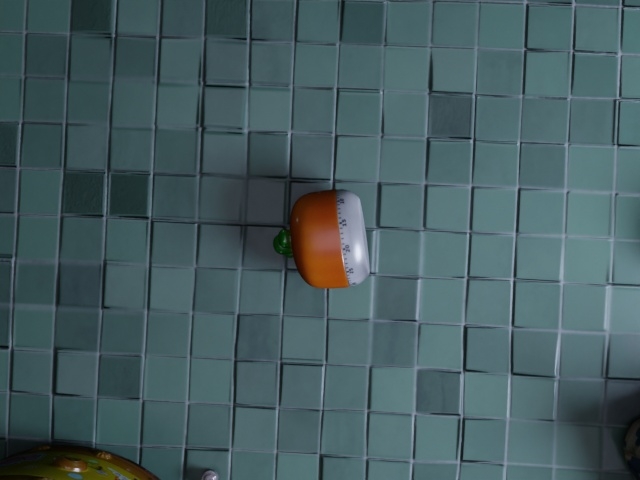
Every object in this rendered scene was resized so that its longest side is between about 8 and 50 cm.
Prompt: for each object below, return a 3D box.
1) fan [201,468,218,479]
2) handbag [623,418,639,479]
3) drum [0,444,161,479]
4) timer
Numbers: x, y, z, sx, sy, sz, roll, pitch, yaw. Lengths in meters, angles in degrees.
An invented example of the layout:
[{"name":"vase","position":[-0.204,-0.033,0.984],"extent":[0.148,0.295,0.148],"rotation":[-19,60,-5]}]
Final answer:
[{"name":"fan","position":[-0.121,0.449,1.200],"extent":[0.057,0.023,0.281],"rotation":[-17,89,11]},{"name":"handbag","position":[0.533,0.276,1.082],"extent":[0.252,0.193,0.190],"rotation":[-26,85,2]},{"name":"drum","position":[-0.352,0.481,1.091],"extent":[0.432,0.214,0.430],"rotation":[0,87,4]},{"name":"timer","position":[0.000,0.000,1.158],"extent":[0.136,0.099,0.136],"rotation":[-2,81,13]}]
